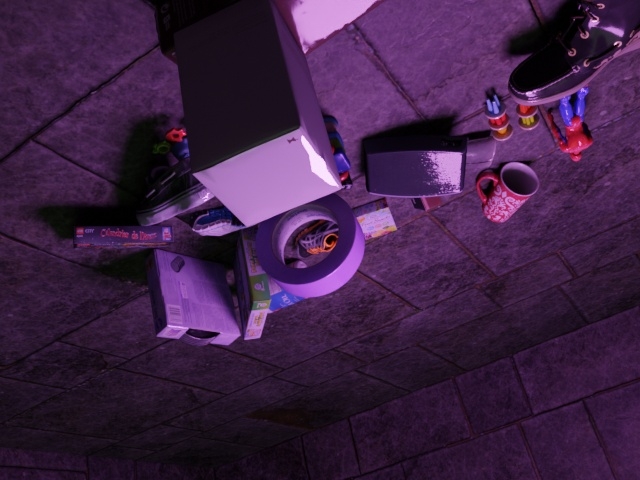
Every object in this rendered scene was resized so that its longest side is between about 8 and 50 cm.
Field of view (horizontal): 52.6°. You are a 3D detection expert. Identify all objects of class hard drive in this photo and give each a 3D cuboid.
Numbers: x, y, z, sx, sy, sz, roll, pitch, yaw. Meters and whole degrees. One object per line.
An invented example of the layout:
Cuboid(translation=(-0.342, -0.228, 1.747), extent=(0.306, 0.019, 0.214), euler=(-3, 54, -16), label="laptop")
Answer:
Cuboid(translation=(0.236, -0.180, 1.618), extent=(0.254, 0.054, 0.172), euler=(0, 134, 7), label="hard drive")

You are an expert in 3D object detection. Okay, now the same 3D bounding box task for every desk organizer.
Cuboid(translation=(0.288, -0.115, 1.785), extent=(0.050, 0.047, 0.130), euler=(-24, -172, -3), label="desk organizer")

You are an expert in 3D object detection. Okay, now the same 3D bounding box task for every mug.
Cuboid(translation=(0.527, -0.144, 1.870), extent=(0.113, 0.150, 0.169), euler=(-42, 166, -26), label="mug")

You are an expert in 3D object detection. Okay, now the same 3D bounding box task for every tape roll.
Cuboid(translation=(-0.028, 0.005, 1.689), extent=(0.274, 0.275, 0.090), euler=(-20, 149, 10), label="tape roll")

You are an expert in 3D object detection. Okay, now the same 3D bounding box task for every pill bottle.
Cuboid(translation=(-0.139, 0.157, 2.046), extent=(0.221, 0.124, 0.124), euler=(-24, 148, 17), label="pill bottle")

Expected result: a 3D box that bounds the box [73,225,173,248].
Cuboid(translation=(-0.501, -0.007, 1.636), extent=(0.233, 0.044, 0.159), euler=(-1, 175, -21), label="box")

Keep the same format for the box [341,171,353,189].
Cuboid(translation=(0.034, -0.160, 1.645), extent=(0.083, 0.067, 0.018), euler=(-5, 148, -16), label="box")

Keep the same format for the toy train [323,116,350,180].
Cuboid(translation=(-0.059, -0.188, 1.499), extent=(0.248, 0.143, 0.105), euler=(-18, 142, 17), label="toy train")

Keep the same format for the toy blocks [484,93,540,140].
Cuboid(translation=(0.465, -0.317, 1.576), extent=(0.123, 0.054, 0.148), euler=(-22, 148, 15), label="toy blocks")

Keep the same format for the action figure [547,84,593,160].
Cuboid(translation=(0.614, -0.329, 1.602), extent=(0.091, 0.139, 0.280), euler=(-15, 128, 8), label="action figure")

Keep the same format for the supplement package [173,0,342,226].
Cuboid(translation=(-0.102, -0.206, 1.020), extent=(0.175, 0.293, 0.177), euler=(-21, 148, 12), label="supplement package")

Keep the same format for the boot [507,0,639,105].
Cuboid(translation=(0.533, -0.452, 1.294), extent=(0.377, 0.138, 0.284), euler=(-27, 149, 14), label="boot")

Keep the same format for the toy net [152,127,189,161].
Cuboid(translation=(-0.255, -0.247, 1.408), extent=(0.232, 0.045, 0.122), euler=(-32, 143, 25), label="toy net")

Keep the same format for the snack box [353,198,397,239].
Cuboid(translation=(0.161, -0.061, 1.892), extent=(0.100, 0.037, 0.141), euler=(-19, 149, 7), label="snack box")

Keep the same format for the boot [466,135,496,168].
Cuboid(translation=(0.344, -0.200, 1.715), extent=(0.208, 0.076, 0.190), euler=(-11, 151, -16), label="boot")

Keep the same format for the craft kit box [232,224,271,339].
Cuboid(translation=(-0.199, 0.116, 1.831), extent=(0.061, 0.250, 0.247), euler=(-6, 150, -13), label="craft kit box")

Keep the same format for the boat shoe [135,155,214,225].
Cuboid(translation=(-0.345, -0.120, 1.498), extent=(0.121, 0.119, 0.335), euler=(-33, -169, -39), label="boat shoe")

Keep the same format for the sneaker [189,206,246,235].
Cuboid(translation=(-0.247, -0.050, 1.725), extent=(0.190, 0.071, 0.083), euler=(-7, 156, 4), label="sneaker")

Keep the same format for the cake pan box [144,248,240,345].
Cuboid(translation=(-0.360, 0.165, 1.828), extent=(0.245, 0.267, 0.070), euler=(14, 135, -42), label="cake pan box")

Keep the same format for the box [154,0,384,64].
Cuboid(translation=(-0.078, -0.414, 1.108), extent=(0.381, 0.143, 0.191), euler=(-30, 146, 23), label="box")

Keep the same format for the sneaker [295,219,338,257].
Cuboid(translation=(0.000, 0.000, 1.884), extent=(0.084, 0.083, 0.215), euler=(9, 144, -36), label="sneaker")
